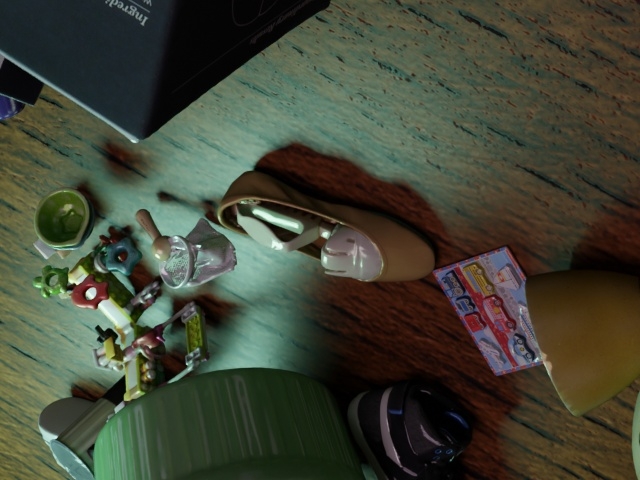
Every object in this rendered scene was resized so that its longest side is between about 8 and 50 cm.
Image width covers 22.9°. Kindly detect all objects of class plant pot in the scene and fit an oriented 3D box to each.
[{"bbox_3d":[0.253,0.079,1.423,0.095,0.134,0.134,-22,107,18],"label":"plant pot"}]

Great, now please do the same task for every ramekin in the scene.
[{"bbox_3d":[-0.098,0.260,1.685,0.303,0.303,0.148,-53,42,46],"label":"ramekin"}]

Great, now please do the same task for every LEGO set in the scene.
[{"bbox_3d":[-0.208,0.076,1.770,0.107,0.132,0.287,-36,67,29],"label":"LEGO set"}]

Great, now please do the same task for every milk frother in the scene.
[{"bbox_3d":[-0.255,0.193,1.841,0.143,0.135,0.129,47,154,0],"label":"milk frother"}]

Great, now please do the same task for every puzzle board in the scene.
[{"bbox_3d":[0.176,0.071,1.543,0.096,0.011,0.128,-21,107,44],"label":"puzzle board"}]

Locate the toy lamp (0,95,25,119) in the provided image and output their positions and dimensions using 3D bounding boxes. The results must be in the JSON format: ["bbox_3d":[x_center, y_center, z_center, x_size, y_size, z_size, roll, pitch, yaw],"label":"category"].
[{"bbox_3d":[-0.375,-0.259,1.671,0.080,0.080,0.274,4,120,35],"label":"toy lamp"}]

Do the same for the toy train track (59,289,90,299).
[{"bbox_3d":[-0.282,0.059,1.875,0.083,0.014,0.048,-7,123,46],"label":"toy train track"}]

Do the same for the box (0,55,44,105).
[{"bbox_3d":[-0.346,-0.218,1.562,0.156,0.158,0.093,20,104,-25],"label":"box"}]

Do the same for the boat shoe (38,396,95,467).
[{"bbox_3d":[-0.237,0.277,1.940,0.267,0.096,0.088,15,132,30],"label":"boat shoe"}]

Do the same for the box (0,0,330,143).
[{"bbox_3d":[-0.103,-0.333,1.259,0.212,0.293,0.395,32,134,14],"label":"box"}]

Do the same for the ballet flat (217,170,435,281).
[{"bbox_3d":[0.000,0.000,1.578,0.232,0.073,0.080,20,131,24],"label":"ballet flat"}]

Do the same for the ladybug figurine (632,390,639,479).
[{"bbox_3d":[0.459,0.202,1.318,0.449,0.162,0.305,-1,119,37],"label":"ladybug figurine"}]

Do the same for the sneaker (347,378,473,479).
[{"bbox_3d":[0.124,0.245,1.656,0.121,0.079,0.217,-22,104,45],"label":"sneaker"}]

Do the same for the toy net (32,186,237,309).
[{"bbox_3d":[-0.205,0.017,1.702,0.232,0.122,0.045,8,166,21],"label":"toy net"}]
